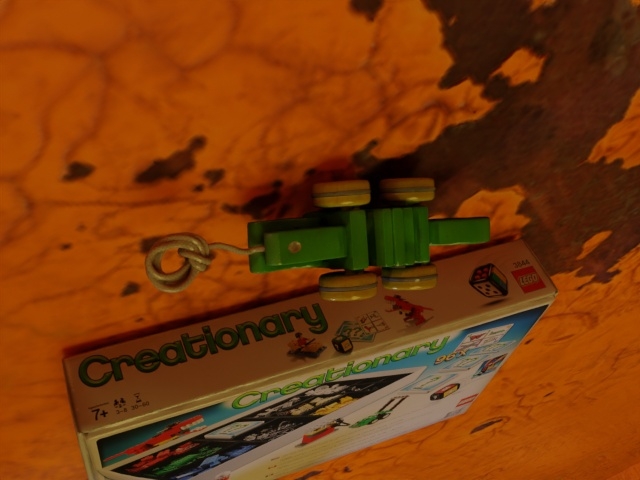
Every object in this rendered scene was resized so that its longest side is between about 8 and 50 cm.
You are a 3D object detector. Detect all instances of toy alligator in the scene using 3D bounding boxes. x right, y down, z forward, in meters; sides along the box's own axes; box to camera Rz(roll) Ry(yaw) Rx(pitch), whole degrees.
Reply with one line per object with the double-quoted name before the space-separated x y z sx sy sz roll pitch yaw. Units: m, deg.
"toy alligator" 0.000 0.000 0.354 0.189 0.056 0.051 -6 -176 -29

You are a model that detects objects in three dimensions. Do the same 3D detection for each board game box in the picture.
"board game box" -0.007 0.105 0.496 0.305 0.053 0.193 -13 147 -21
